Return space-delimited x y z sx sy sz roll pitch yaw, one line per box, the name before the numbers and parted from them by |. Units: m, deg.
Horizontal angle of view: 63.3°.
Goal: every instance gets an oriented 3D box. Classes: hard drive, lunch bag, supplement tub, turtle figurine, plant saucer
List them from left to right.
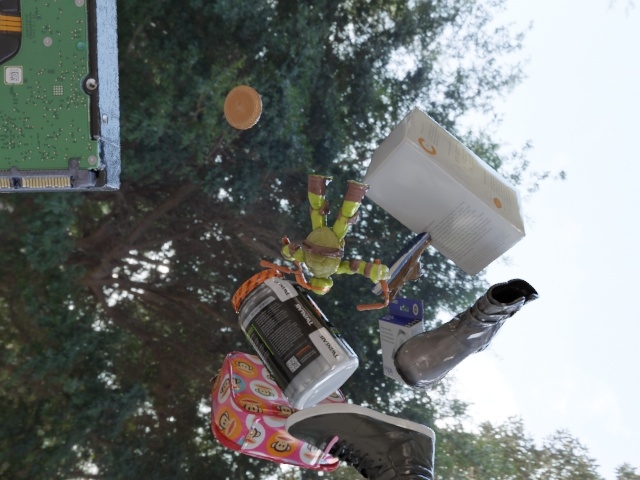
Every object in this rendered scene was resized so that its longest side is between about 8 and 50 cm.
hard drive | -0.321 -0.215 0.504 0.064 0.237 0.339 -146 -126 -89
plant saucer | -0.153 -0.259 1.009 0.083 0.013 0.083 2 -84 24
lunch bag | -0.085 0.343 1.106 0.120 0.293 0.258 -62 -160 14
supplement tub | -0.043 0.140 0.767 0.117 0.117 0.190 -49 -115 19
turtle figurine | 0.000 0.000 0.883 0.269 0.087 0.217 15 -77 34

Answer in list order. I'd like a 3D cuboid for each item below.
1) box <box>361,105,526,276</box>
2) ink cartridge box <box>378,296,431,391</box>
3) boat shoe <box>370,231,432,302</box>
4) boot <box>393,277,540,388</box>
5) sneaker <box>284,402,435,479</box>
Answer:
box | 0.290 -0.117 1.223 0.168 0.345 0.215 -47 -169 35
ink cartridge box | 0.216 0.266 1.386 0.223 0.045 0.224 166 -81 -74
boat shoe | 0.195 0.062 1.175 0.183 0.066 0.066 -49 -175 12
boot | 0.320 0.185 1.144 0.118 0.338 0.222 50 -43 22
sneaker | 0.079 0.386 0.915 0.147 0.296 0.104 -90 -159 -50
